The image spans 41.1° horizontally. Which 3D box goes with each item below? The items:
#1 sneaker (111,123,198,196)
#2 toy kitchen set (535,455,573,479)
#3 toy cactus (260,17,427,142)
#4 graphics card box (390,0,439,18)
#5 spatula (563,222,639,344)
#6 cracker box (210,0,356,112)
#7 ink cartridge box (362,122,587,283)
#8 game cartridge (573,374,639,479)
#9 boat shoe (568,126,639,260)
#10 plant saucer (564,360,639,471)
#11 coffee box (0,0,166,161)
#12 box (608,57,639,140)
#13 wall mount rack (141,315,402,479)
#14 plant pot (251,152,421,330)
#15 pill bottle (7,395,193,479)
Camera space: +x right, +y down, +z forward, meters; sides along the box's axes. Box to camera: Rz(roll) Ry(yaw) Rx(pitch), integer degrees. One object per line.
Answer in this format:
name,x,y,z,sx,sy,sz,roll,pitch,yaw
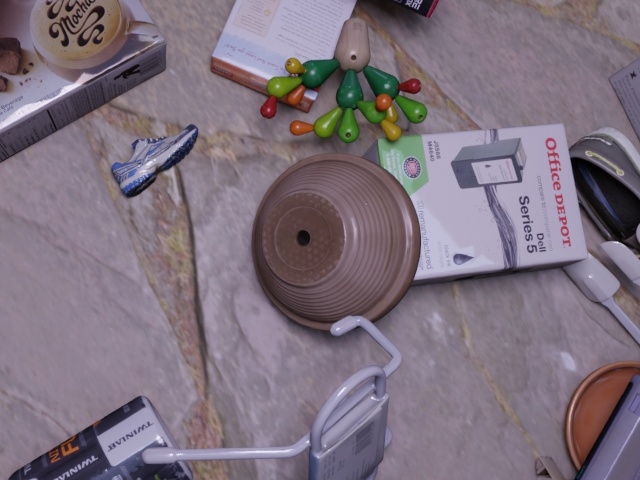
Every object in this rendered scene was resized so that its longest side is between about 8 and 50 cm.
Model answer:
sneaker,-0.227,-0.122,1.164,0.135,0.052,0.058,-40,85,-13
toy kitchen set,0.306,0.352,1.196,0.083,0.075,0.068,15,35,-39
toy cactus,0.036,-0.218,1.136,0.219,0.112,0.180,4,68,3
graphics card box,0.014,-0.462,1.179,0.371,0.094,0.232,23,41,-4
spatula,0.477,0.085,1.211,0.242,0.168,0.019,47,38,-9
cracker box,-0.042,-0.320,1.216,0.156,0.067,0.232,23,77,-6
ink cartridge box,0.212,-0.048,1.193,0.273,0.115,0.198,-7,82,-10
game cartridge,0.458,0.339,1.159,0.230,0.068,0.355,31,87,-14
boat shoe,0.459,-0.021,1.226,0.091,0.109,0.305,-30,81,-35
plant saucer,0.440,0.273,1.223,0.200,0.037,0.200,2,80,-10
coffee box,-0.373,-0.239,1.121,0.297,0.119,0.168,-32,89,-13
box,0.567,-0.215,1.277,0.182,0.119,0.181,-24,86,-12
wall mount rack,-0.039,0.252,1.024,0.304,0.350,0.130,-34,58,-25
plant pot,0.000,0.000,1.096,0.237,0.110,0.237,-2,87,27
pill bottle,-0.291,0.307,1.047,0.246,0.130,0.130,-31,88,-13
